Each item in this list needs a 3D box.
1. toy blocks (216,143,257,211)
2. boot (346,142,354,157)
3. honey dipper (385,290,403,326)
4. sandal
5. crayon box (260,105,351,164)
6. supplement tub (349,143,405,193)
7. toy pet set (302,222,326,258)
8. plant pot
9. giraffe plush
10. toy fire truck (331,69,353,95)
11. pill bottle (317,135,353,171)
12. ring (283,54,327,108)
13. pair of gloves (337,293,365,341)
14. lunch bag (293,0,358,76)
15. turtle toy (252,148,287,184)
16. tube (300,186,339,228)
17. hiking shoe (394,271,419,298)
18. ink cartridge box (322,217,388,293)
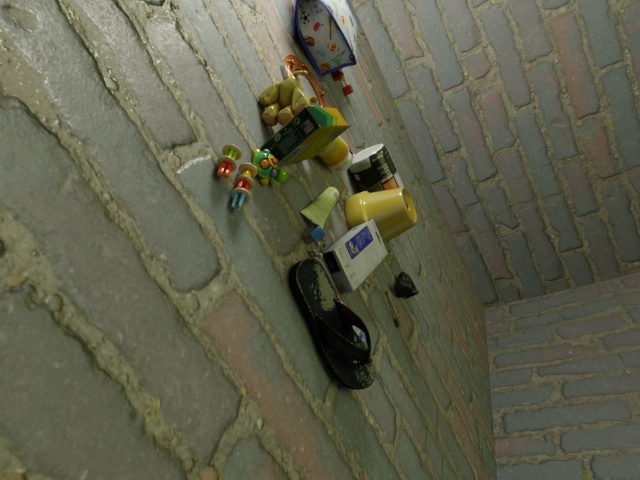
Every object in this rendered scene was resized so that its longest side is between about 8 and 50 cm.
[{"bbox_3d":[-0.222,-0.158,1.097,0.123,0.054,0.148,48,34,-38],"label":"toy blocks"},{"bbox_3d":[0.063,-0.398,1.771,0.190,0.086,0.069,43,37,-43],"label":"boot"},{"bbox_3d":[0.316,0.294,1.846,0.030,0.030,0.161,-4,72,-63],"label":"honey dipper"},{"bbox_3d":[0.055,0.254,1.246,0.167,0.107,0.446,-42,107,-46],"label":"sandal"},{"bbox_3d":[-0.037,-0.344,1.406,0.081,0.202,0.318,55,26,1],"label":"crayon box"},{"bbox_3d":[0.269,-0.261,1.953,0.316,0.193,0.194,62,27,-18],"label":"supplement tub"},{"bbox_3d":[0.000,0.000,1.399,0.114,0.065,0.122,57,28,-24],"label":"toy pet set"},{"bbox_3d":[0.264,-0.104,1.782,0.254,0.238,0.254,43,37,-44],"label":"plant pot"},{"bbox_3d":[-0.093,-0.455,1.438,0.170,0.181,0.210,36,58,-66],"label":"giraffe plush"},{"bbox_3d":[0.101,-0.862,2.212,0.135,0.047,0.192,3,68,-62],"label":"toy fire truck"},{"bbox_3d":[0.040,-0.358,1.667,0.208,0.117,0.118,34,44,-50],"label":"pill bottle"},{"bbox_3d":[-0.046,-0.617,1.780,0.336,0.032,0.337,42,39,-45],"label":"ring"},{"bbox_3d":[0.088,0.277,1.402,0.198,0.023,0.159,49,31,-23],"label":"pair of gloves"},{"bbox_3d":[0.002,-1.004,1.916,0.385,0.238,0.328,49,34,-49],"label":"lunch bag"},{"bbox_3d":[-0.150,-0.214,1.257,0.130,0.066,0.095,44,36,-42],"label":"turtle toy"},{"bbox_3d":[0.004,-0.120,1.504,0.240,0.070,0.062,-57,144,-57],"label":"tube"},{"bbox_3d":[0.384,0.203,1.998,0.227,0.086,0.114,30,33,-60],"label":"hiking shoe"},{"bbox_3d":[0.139,0.049,1.576,0.332,0.065,0.166,-35,103,-52],"label":"ink cartridge box"}]
